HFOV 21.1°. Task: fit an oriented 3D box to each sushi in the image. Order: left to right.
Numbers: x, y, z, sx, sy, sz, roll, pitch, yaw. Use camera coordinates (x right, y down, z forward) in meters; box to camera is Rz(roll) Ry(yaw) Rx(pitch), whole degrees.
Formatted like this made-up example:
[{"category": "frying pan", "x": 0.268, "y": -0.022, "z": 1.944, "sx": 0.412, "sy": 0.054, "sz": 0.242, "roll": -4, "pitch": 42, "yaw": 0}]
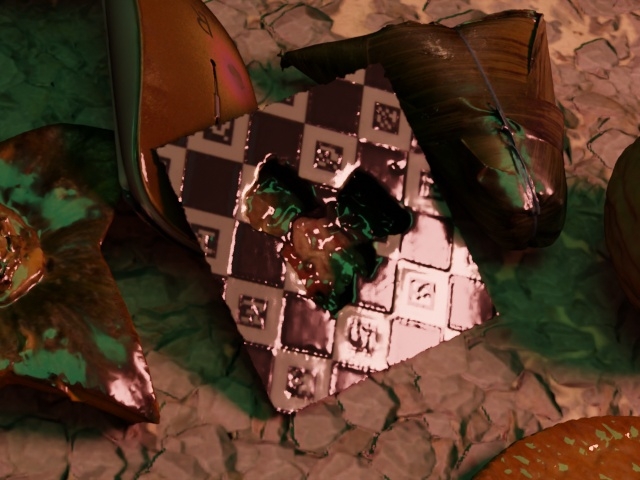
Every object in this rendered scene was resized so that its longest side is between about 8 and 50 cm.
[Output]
[{"category": "sushi", "x": 0.000, "y": 0.000, "z": 1.380, "sx": 0.219, "sy": 0.047, "sz": 0.231, "roll": -23, "pitch": 86, "yaw": -28}]

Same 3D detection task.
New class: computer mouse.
[{"category": "computer mouse", "x": -0.117, "y": -0.129, "z": 1.434, "sx": 0.071, "sy": 0.158, "sz": 0.310, "roll": -29, "pitch": 49, "yaw": 23}]

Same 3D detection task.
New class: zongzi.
[{"category": "zongzi", "x": 0.086, "y": -0.092, "z": 1.455, "sx": 0.242, "sy": 0.112, "sz": 0.221, "roll": -2, "pitch": 52, "yaw": -1}]

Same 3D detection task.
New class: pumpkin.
[{"category": "pumpkin", "x": -0.253, "y": 0.024, "z": 1.311, "sx": 0.258, "sy": 0.095, "sz": 0.290, "roll": -2, "pitch": 55, "yaw": -15}]

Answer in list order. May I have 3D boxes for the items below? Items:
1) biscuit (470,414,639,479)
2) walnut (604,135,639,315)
[{"category": "biscuit", "x": 0.235, "y": 0.254, "z": 1.238, "sx": 0.305, "sy": 0.038, "sz": 0.305, "roll": 5, "pitch": 49, "yaw": -5}, {"category": "walnut", "x": 0.326, "y": -0.012, "z": 1.376, "sx": 0.213, "sy": 0.213, "sz": 0.213, "roll": 4, "pitch": 51, "yaw": -5}]
